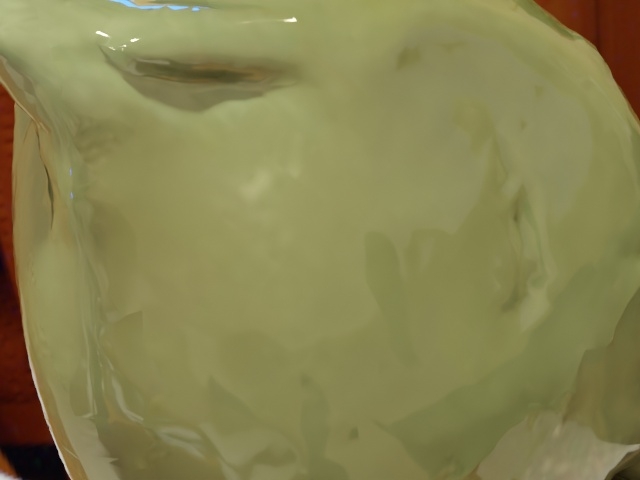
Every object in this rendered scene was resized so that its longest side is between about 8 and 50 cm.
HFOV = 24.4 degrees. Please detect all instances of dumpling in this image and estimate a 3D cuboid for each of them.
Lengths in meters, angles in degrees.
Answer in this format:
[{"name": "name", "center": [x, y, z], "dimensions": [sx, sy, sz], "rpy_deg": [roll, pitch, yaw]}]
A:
[{"name": "dumpling", "center": [0.021, 0.008, 0.516], "dimensions": [0.212, 0.320, 0.270], "rpy_deg": [-6, 26, 16]}]
